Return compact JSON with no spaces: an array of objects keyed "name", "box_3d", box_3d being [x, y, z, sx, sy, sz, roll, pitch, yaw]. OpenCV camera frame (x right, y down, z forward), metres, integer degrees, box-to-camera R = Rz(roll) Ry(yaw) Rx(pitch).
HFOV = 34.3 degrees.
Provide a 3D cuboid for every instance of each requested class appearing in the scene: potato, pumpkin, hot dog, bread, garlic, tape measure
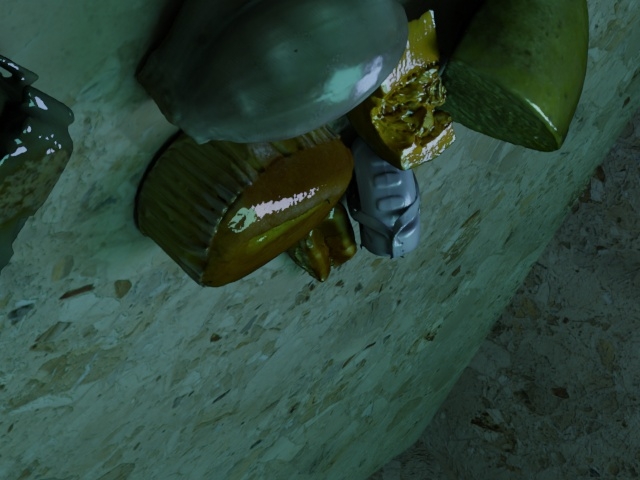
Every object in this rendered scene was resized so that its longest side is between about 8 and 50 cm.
[{"name":"potato","box_3d":[0.327,-0.301,1.580,0.280,0.212,0.330,-61,176,-5]},{"name":"pumpkin","box_3d":[0.101,-0.226,1.489,0.131,0.126,0.248,-30,133,-20]},{"name":"hot dog","box_3d":[0.000,0.000,1.699,0.115,0.072,0.269,-43,162,-10]},{"name":"bread","box_3d":[-0.079,-0.064,1.312,0.288,0.156,0.204,-33,155,-44]},{"name":"garlic","box_3d":[0.003,-0.217,1.124,0.340,0.231,0.246,-21,142,-44]},{"name":"tape measure","box_3d":[0.100,-0.073,1.636,0.120,0.197,0.236,-9,-174,-1]}]

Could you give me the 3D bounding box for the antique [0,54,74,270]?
[{"name":"antique","box_3d":[-0.331,-0.028,0.881,0.284,0.125,0.150,-53,161,5]}]
